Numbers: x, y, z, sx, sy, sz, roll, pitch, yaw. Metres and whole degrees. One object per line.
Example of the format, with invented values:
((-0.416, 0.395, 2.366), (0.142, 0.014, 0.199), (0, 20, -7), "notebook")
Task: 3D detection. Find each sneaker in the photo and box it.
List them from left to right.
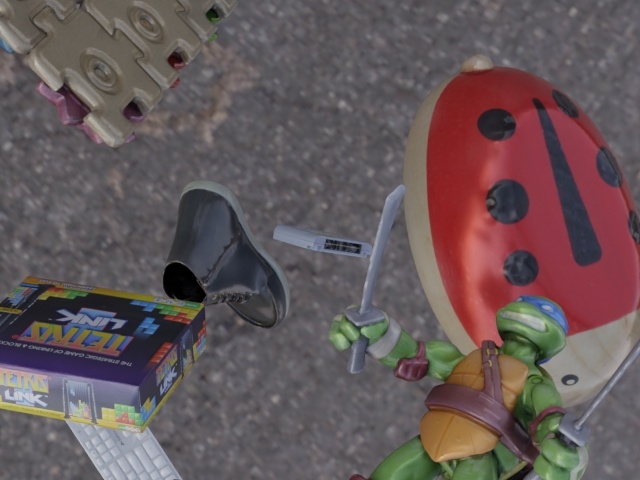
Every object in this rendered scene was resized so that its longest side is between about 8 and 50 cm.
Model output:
((-0.108, 0.050, 1.622), (0.222, 0.083, 0.118), (60, 38, -42), "sneaker")

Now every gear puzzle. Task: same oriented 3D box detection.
((-0.147, -0.189, 1.051), (0.175, 0.339, 0.044), (45, 123, -12), "gear puzzle")

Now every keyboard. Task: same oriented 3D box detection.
((-0.192, 0.271, 1.682), (0.072, 0.256, 0.014), (-33, -178, 3), "keyboard")

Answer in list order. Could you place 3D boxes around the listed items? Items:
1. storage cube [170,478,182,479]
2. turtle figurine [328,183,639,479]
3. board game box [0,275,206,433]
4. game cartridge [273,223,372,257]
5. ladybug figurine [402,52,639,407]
((-0.079, 0.340, 1.407), (0.193, 0.215, 0.183), (107, -2, -74), "storage cube")
((0.077, 0.124, 1.030), (0.266, 0.198, 0.274), (-61, 176, -14), "turtle figurine")
((-0.199, 0.091, 1.256), (0.141, 0.170, 0.048), (-55, 149, -59), "board game box")
((0.000, 0.000, 1.337), (0.083, 0.056, 0.017), (9, 92, -51), "game cartridge")
((0.264, -0.016, 1.840), (0.305, 0.162, 0.449), (-21, 90, -26), "ladybug figurine")
